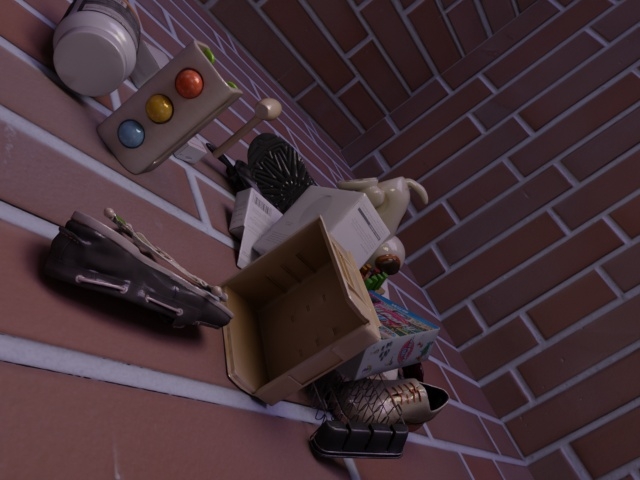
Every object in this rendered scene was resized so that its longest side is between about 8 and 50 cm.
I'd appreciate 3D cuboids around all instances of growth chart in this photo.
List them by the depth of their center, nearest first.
[{"bbox_3d":[-0.251,0.033,0.923,0.237,0.021,0.172,37,-11,-7],"label":"growth chart"}]

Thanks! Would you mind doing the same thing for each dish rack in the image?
[{"bbox_3d":[0.057,0.329,1.169,0.208,0.074,0.271,13,26,-25],"label":"dish rack"}]

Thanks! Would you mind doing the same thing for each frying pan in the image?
[{"bbox_3d":[-0.222,-0.162,1.606,0.197,0.053,0.326,58,14,13],"label":"frying pan"}]

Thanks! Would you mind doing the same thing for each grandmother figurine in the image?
[{"bbox_3d":[0.295,0.410,1.829,0.207,0.104,0.342,69,3,-49],"label":"grandmother figurine"}]

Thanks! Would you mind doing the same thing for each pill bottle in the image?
[{"bbox_3d":[-0.475,-0.422,1.175,0.162,0.162,0.278,44,18,-36],"label":"pill bottle"}]

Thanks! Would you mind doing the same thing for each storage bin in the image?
[{"bbox_3d":[-0.047,0.133,1.046,0.123,0.262,0.260,47,15,-37],"label":"storage bin"}]

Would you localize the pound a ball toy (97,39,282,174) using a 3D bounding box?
[{"bbox_3d":[-0.265,-0.248,1.112,0.208,0.319,0.136,53,14,-4],"label":"pound a ball toy"}]

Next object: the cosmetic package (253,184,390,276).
[{"bbox_3d":[0.000,0.000,1.310,0.224,0.224,0.138,17,-32,54],"label":"cosmetic package"}]

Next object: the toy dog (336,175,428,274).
[{"bbox_3d":[0.237,-0.054,2.264,0.284,0.396,0.407,-122,-152,-81],"label":"toy dog"}]

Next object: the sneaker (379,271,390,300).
[{"bbox_3d":[0.210,0.219,2.044,0.123,0.106,0.290,54,25,-10],"label":"sneaker"}]

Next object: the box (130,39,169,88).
[{"bbox_3d":[-0.454,-0.457,1.474,0.102,0.087,0.101,57,14,12],"label":"box"}]

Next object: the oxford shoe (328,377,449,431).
[{"bbox_3d":[0.175,0.385,1.356,0.397,0.147,0.140,18,40,-49],"label":"oxford shoe"}]

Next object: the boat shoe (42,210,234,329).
[{"bbox_3d":[-0.270,0.077,0.847,0.112,0.095,0.335,19,-18,41],"label":"boat shoe"}]

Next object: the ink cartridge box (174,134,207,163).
[{"bbox_3d":[-0.357,-0.265,1.413,0.122,0.052,0.088,59,14,15],"label":"ink cartridge box"}]

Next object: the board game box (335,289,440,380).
[{"bbox_3d":[0.099,0.208,1.273,0.224,0.097,0.303,27,15,37],"label":"board game box"}]

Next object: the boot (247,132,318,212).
[{"bbox_3d":[-0.067,-0.141,1.717,0.367,0.146,0.445,54,3,-1],"label":"boot"}]

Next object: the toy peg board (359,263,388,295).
[{"bbox_3d":[0.143,0.121,1.902,0.161,0.079,0.161,44,30,23],"label":"toy peg board"}]

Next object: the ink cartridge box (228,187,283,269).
[{"bbox_3d":[-0.131,0.033,1.440,0.275,0.060,0.238,42,43,-41],"label":"ink cartridge box"}]

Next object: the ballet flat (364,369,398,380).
[{"bbox_3d":[0.169,0.337,1.594,0.107,0.106,0.316,45,16,-34],"label":"ballet flat"}]
